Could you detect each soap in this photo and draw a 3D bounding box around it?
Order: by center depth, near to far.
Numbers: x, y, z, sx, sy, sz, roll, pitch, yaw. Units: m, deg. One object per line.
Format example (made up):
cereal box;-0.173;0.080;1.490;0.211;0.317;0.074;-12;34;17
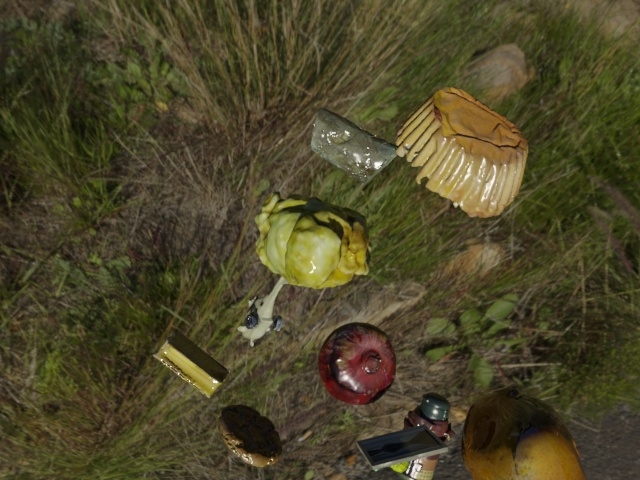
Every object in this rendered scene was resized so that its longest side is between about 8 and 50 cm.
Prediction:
soap;-0.417;0.402;1.665;0.233;0.135;0.076;35;94;2

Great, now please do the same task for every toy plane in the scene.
toy plane;-0.134;0.157;1.263;0.092;0.286;0.108;7;48;-29

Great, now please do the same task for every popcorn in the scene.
popcorn;0.000;0.000;1.014;0.225;0.286;0.174;2;104;-28

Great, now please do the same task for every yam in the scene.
yam;0.061;-0.192;1.054;0.183;0.107;0.107;32;64;4

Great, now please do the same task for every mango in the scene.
mango;0.318;0.345;0.816;0.152;0.287;0.201;31;99;1

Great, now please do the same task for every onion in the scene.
onion;0.115;0.367;1.522;0.246;0.190;0.246;2;81;-15

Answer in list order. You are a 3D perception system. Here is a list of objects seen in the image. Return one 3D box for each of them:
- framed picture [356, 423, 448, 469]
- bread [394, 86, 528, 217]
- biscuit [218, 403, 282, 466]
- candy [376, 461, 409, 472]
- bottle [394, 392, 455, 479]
framed picture;0.209;0.536;1.326;0.203;0.150;0.015;-9;93;-11
bread;0.287;-0.177;0.989;0.274;0.149;0.274;13;54;-18
biscuit;-0.199;0.556;1.466;0.226;0.226;0.042;37;101;13
candy;0.183;0.586;1.336;0.058;0.194;0.062;-36;62;17
bottle;0.329;0.609;1.569;0.156;0.143;0.271;17;95;-8
